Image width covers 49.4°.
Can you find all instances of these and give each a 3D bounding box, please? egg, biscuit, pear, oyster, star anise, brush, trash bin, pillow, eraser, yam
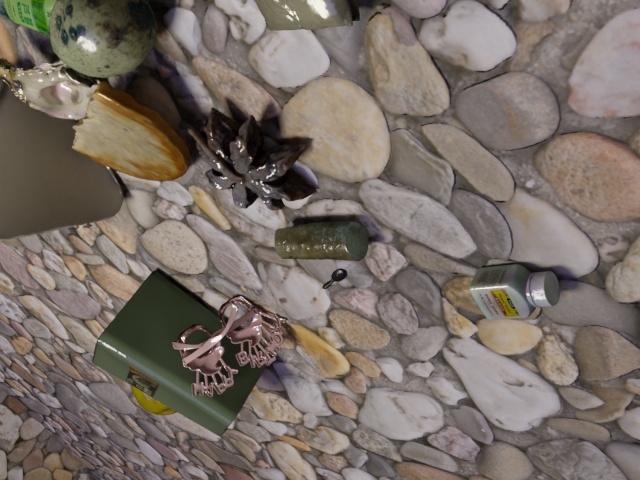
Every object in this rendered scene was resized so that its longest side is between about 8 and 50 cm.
[{"bbox_3d":[-0.325,-0.312,1.028,0.181,0.141,0.141,-6,128,40],"label":"egg"},{"bbox_3d":[-0.325,-0.174,1.217,0.204,0.040,0.309,29,159,-19],"label":"biscuit"},{"bbox_3d":[-0.388,0.336,1.753,0.200,0.200,0.200,21,141,18],"label":"pear"},{"bbox_3d":[-0.471,-0.280,1.221,0.191,0.081,0.163,21,149,-31],"label":"oyster"},{"bbox_3d":[-0.133,-0.127,1.137,0.262,0.081,0.230,26,153,8],"label":"star anise"},{"bbox_3d":[0.023,0.073,1.295,0.024,0.008,0.083,37,143,-8],"label":"brush"},{"bbox_3d":[-0.309,0.262,1.585,0.343,0.223,0.158,33,143,0],"label":"trash bin"},{"bbox_3d":[-0.047,-0.362,0.837,0.148,0.050,0.230,1,129,31],"label":"pillow"},{"bbox_3d":[-0.568,-0.159,1.330,0.150,0.331,0.331,-2,130,41],"label":"eraser"},{"bbox_3d":[0.000,0.000,1.185,0.169,0.068,0.068,2,132,38],"label":"yam"}]

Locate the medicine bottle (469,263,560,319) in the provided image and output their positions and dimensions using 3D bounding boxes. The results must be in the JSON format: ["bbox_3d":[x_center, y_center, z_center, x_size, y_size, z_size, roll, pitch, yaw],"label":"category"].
[{"bbox_3d":[0.295,0.077,1.051,0.118,0.055,0.074,-9,124,42],"label":"medicine bottle"}]

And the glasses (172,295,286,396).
[{"bbox_3d":[-0.191,0.223,1.463,0.162,0.255,0.095,55,-177,-2],"label":"glasses"}]

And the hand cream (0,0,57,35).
[{"bbox_3d":[-0.464,-0.377,1.142,0.175,0.046,0.095,23,139,13],"label":"hand cream"}]
